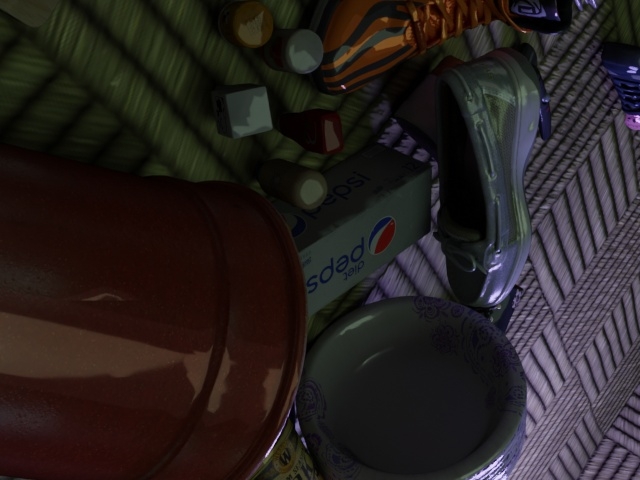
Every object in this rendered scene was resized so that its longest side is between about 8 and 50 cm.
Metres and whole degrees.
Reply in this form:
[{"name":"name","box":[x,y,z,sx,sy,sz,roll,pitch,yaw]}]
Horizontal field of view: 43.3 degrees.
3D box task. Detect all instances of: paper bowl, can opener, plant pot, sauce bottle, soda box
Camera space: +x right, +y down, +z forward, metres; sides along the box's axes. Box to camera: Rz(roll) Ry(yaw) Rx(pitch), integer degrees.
[{"name":"paper bowl","box":[0.117,0.221,1.030,0.284,0.284,0.148,-39,141,-25]},{"name":"can opener","box":[0.302,-0.196,1.142,0.073,0.059,0.186,-52,144,-10]},{"name":"plant pot","box":[-0.197,0.051,0.567,0.265,0.272,0.272,20,100,-46]},{"name":"sauce bottle","box":[-0.074,0.248,0.919,0.111,0.111,0.344,-41,124,-23]},{"name":"soda box","box":[0.000,0.000,0.891,0.286,0.091,0.098,-33,136,-32]}]

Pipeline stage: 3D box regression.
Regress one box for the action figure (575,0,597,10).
[{"name":"action figure","box":[0.388,-0.424,1.049,0.285,0.099,0.185,-39,149,-4]}]

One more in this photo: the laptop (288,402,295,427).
[{"name":"laptop","box":[-0.155,0.340,1.024,0.234,0.137,0.264,1,140,-50]}]

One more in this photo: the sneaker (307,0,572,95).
[{"name":"sneaker","box":[0.138,-0.242,0.802,0.321,0.180,0.125,-45,143,-18]}]

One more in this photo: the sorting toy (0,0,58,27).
[{"name":"sorting toy","box":[-0.184,-0.284,0.457,0.255,0.089,0.257,-59,145,1]}]

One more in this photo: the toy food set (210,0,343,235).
[{"name":"toy food set","box":[-0.053,-0.112,0.769,0.111,0.104,0.232,-19,112,-25]}]

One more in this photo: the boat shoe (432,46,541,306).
[{"name":"boat shoe","box":[0.170,-0.054,0.908,0.103,0.118,0.320,-19,131,-22]}]

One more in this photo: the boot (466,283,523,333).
[{"name":"boot","box":[0.241,0.142,1.300,0.236,0.085,0.179,7,107,-59]}]

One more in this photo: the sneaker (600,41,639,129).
[{"name":"sneaker","box":[0.547,-0.250,1.355,0.319,0.112,0.131,0,112,-49]}]

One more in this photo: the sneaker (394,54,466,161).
[{"name":"sneaker","box":[0.209,-0.131,1.035,0.123,0.106,0.290,-55,144,-1]}]
